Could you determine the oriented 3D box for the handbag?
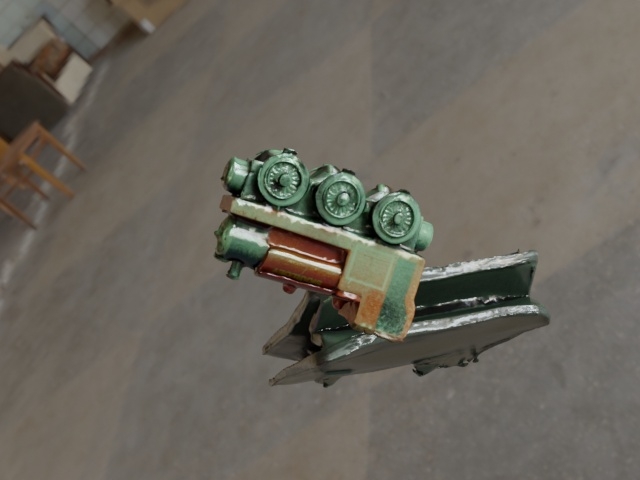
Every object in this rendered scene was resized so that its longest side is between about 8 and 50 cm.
[{"bbox_3d":[0.080,0.093,1.142,0.260,0.247,0.079,128,132,-67],"label":"handbag"}]

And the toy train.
[{"bbox_3d":[0.000,0.000,0.853,0.074,0.175,0.118,-162,88,-73],"label":"toy train"}]
